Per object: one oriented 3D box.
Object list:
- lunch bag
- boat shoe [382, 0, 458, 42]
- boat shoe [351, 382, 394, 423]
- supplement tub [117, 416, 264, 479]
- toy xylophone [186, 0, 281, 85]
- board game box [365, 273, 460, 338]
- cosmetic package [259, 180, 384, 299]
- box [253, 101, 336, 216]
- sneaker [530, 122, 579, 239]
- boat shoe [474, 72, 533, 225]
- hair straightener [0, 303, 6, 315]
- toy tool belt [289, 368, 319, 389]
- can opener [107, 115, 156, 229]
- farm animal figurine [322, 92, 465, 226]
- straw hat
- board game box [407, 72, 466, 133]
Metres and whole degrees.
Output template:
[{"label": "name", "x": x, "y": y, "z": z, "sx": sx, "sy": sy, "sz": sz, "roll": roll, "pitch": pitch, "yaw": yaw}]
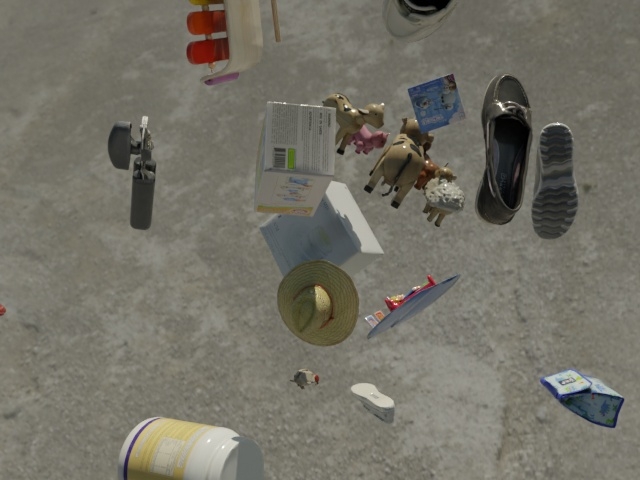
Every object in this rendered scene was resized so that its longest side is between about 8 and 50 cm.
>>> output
[{"label": "lunch bag", "x": 0.603, "y": 0.361, "z": 1.714, "sx": 0.151, "sy": 0.096, "sz": 0.129, "roll": 13, "pitch": 7, "yaw": -5}, {"label": "boat shoe", "x": 0.130, "y": -0.305, "z": 0.890, "sx": 0.088, "sy": 0.096, "sz": 0.267, "roll": -46, "pitch": 9, "yaw": -21}, {"label": "boat shoe", "x": 0.141, "y": 0.432, "z": 1.953, "sx": 0.066, "sy": 0.063, "sz": 0.184, "roll": -15, "pitch": 16, "yaw": -30}, {"label": "supplement tub", "x": -0.342, "y": 0.606, "z": 1.950, "sx": 0.331, "sy": 0.241, "sz": 0.241, "roll": 1, "pitch": 44, "yaw": 30}, {"label": "toy xylophone", "x": -0.163, "y": -0.451, "z": 1.360, "sx": 0.081, "sy": 0.322, "sz": 0.236, "roll": 4, "pitch": 12, "yaw": 25}, {"label": "board game box", "x": 0.132, "y": 0.086, "z": 1.102, "sx": 0.169, "sy": 0.133, "sz": 0.033, "roll": -19, "pitch": 67, "yaw": -43}, {"label": "cosmetic package", "x": 0.000, "y": 0.000, "z": 1.869, "sx": 0.225, "sy": 0.138, "sz": 0.224, "roll": -38, "pitch": 67, "yaw": 24}, {"label": "box", "x": -0.045, "y": -0.120, "z": 1.150, "sx": 0.103, "sy": 0.203, "sz": 0.114, "roll": 4, "pitch": 74, "yaw": -8}, {"label": "sneaker", "x": 0.558, "y": -0.141, "z": 1.738, "sx": 0.105, "sy": 0.281, "sz": 0.115, "roll": 6, "pitch": 17, "yaw": 15}, {"label": "boat shoe", "x": 0.387, "y": -0.195, "z": 1.503, "sx": 0.112, "sy": 0.095, "sz": 0.335, "roll": 11, "pitch": 78, "yaw": -12}, {"label": "hair straightener", "x": -0.654, "y": 0.081, "z": 1.244, "sx": 0.089, "sy": 0.230, "sz": 0.047, "roll": -48, "pitch": 15, "yaw": 7}, {"label": "toy tool belt", "x": -0.044, "y": 0.372, "z": 1.970, "sx": 0.051, "sy": 0.083, "sz": 0.052, "roll": -18, "pitch": 71, "yaw": 23}, {"label": "can opener", "x": -0.382, "y": -0.135, "z": 1.490, "sx": 0.095, "sy": 0.283, "sz": 0.076, "roll": 5, "pitch": 49, "yaw": -13}, {"label": "farm animal figurine", "x": 0.165, "y": -0.213, "z": 1.651, "sx": 0.330, "sy": 0.172, "sz": 0.327, "roll": 21, "pitch": 28, "yaw": -19}, {"label": "straw hat", "x": -0.015, "y": 0.104, "z": 1.095, "sx": 0.144, "sy": 0.144, "sz": 0.061, "roll": 1, "pitch": 17, "yaw": 22}, {"label": "board game box", "x": 0.220, "y": -0.259, "z": 1.393, "sx": 0.090, "sy": 0.090, "sz": 0.020, "roll": -18, "pitch": 12, "yaw": 11}]
